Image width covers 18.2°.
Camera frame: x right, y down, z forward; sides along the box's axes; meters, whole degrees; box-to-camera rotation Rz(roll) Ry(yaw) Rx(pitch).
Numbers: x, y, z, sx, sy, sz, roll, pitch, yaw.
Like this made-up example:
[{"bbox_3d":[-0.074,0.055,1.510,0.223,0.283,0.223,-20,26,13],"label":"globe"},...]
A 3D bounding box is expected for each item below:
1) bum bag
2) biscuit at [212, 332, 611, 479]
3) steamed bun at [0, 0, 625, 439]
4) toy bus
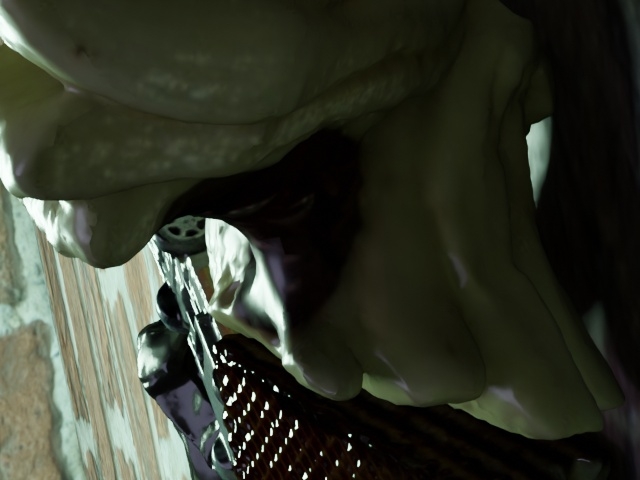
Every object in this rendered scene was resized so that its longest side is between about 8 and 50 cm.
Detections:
[{"bbox_3d":[-0.032,0.201,1.306,0.144,0.095,0.340,3,113,32],"label":"bum bag"},{"bbox_3d":[0.042,0.115,0.894,0.252,0.070,0.106,26,131,55],"label":"biscuit"},{"bbox_3d":[-0.001,-0.026,0.790,0.428,0.247,0.189,-98,11,-84],"label":"steamed bun"},{"bbox_3d":[-0.031,0.055,1.179,0.092,0.106,0.268,95,156,-47],"label":"toy bus"}]
